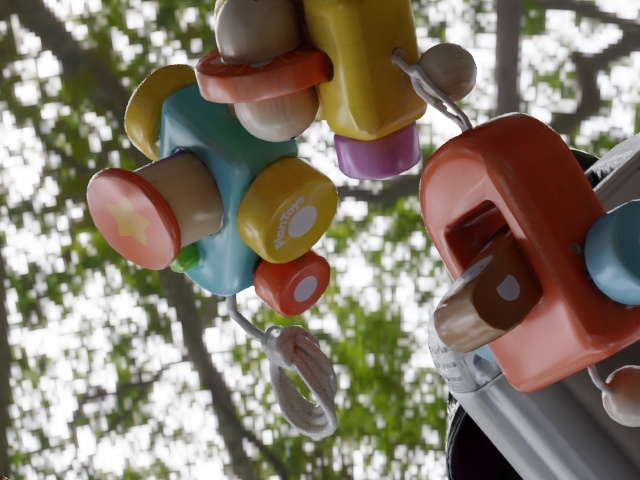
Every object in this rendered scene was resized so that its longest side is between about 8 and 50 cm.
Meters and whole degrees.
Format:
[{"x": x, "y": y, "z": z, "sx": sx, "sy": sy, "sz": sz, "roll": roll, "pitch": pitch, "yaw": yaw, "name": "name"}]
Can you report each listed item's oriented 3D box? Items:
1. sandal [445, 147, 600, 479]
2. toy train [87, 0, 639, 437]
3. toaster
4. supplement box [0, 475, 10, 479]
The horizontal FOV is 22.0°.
[{"x": 0.150, "y": 0.164, "z": 1.071, "sx": 0.168, "sy": 0.445, "sz": 0.107, "roll": 13, "pitch": -158, "yaw": 28, "name": "sandal"}, {"x": 0.000, "y": 0.000, "z": 0.369, "sx": 0.046, "sy": 0.166, "sz": 0.125, "roll": -26, "pitch": -91, "yaw": -32, "name": "toy train"}, {"x": 0.121, "y": 0.050, "z": 0.551, "sx": 0.129, "sy": 0.227, "sz": 0.146, "roll": -43, "pitch": -91, "yaw": 3, "name": "toaster"}, {"x": -0.221, "y": 0.164, "z": 0.733, "sx": 0.194, "sy": 0.191, "sz": 0.129, "roll": 10, "pitch": -106, "yaw": 9, "name": "supplement box"}]
